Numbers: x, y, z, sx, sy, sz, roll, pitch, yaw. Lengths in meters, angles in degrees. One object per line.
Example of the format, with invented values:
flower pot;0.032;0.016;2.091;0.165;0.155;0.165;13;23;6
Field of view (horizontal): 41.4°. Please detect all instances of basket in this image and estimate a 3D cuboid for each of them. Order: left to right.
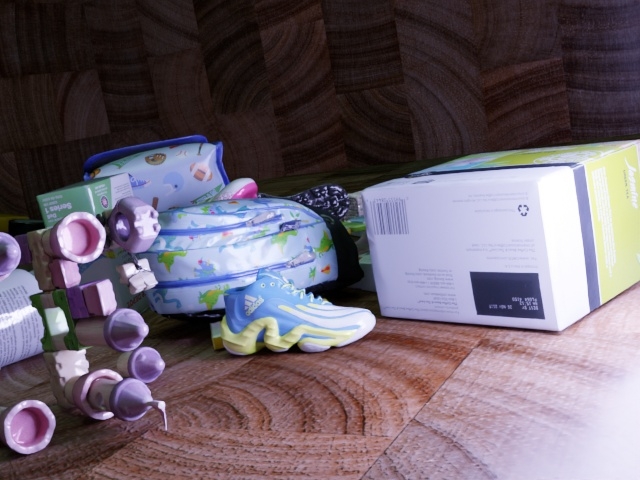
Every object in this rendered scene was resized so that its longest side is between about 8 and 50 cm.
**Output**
basket;0.146;-0.079;2.156;0.167;0.103;0.113;-15;10;-21

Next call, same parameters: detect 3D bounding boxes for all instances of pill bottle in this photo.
pill bottle;-0.567;0.142;1.470;0.160;0.160;0.283;0;14;45

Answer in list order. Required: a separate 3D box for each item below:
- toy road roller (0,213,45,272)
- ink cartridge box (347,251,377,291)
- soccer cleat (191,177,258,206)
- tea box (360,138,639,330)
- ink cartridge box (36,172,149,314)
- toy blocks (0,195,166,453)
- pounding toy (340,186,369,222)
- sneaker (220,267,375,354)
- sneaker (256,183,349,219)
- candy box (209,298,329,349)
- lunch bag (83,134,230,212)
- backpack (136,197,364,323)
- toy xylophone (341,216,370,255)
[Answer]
toy road roller;-0.687;0.042;2.065;0.329;0.203;0.240;7;7;43
ink cartridge box;0.122;0.049;1.603;0.135;0.056;0.099;-18;12;-35
soccer cleat;-0.257;-0.028;1.740;0.331;0.143;0.116;-52;-15;29
tea box;0.300;-0.017;1.334;0.329;0.220;0.323;0;14;45
ink cartridge box;-0.437;0.019;1.695;0.117;0.278;0.201;-11;10;11
toy blocks;-0.288;0.095;1.109;0.309;0.289;0.260;-16;5;-43
pounding toy;0.049;-0.076;2.242;0.141;0.100;0.130;-1;14;41
sneaker;-0.042;0.101;1.278;0.240;0.126;0.091;-9;10;8
sneaker;-0.080;-0.051;1.839;0.283;0.107;0.124;-7;-5;-5
candy box;-0.079;0.136;1.400;0.206;0.027;0.105;-12;11;-8
lunch bag;-0.391;-0.116;2.029;0.327;0.239;0.385;-14;9;-12
backpack;-0.152;0.031;1.521;0.355;0.273;0.290;-27;19;-27
toy xylophone;0.000;0.000;1.925;0.322;0.081;0.236;-17;12;-35
